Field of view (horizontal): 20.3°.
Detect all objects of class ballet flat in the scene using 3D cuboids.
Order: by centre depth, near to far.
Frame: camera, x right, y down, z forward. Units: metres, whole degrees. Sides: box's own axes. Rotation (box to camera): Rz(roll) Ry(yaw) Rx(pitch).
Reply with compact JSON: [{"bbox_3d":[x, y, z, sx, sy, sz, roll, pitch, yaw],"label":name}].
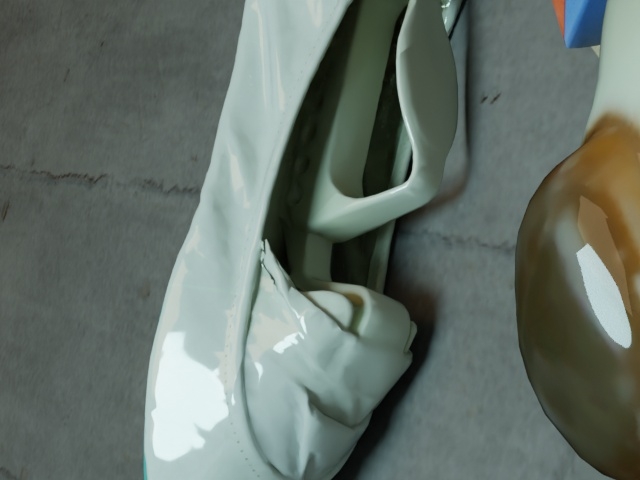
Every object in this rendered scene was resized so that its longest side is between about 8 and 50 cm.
[{"bbox_3d":[0.000,0.000,0.967,0.139,0.139,0.400,-11,65,59],"label":"ballet flat"}]

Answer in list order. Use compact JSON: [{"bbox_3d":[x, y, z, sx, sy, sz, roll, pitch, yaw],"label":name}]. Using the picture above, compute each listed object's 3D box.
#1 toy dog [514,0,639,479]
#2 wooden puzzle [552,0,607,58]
[{"bbox_3d":[0.233,-0.059,0.455,0.408,0.284,0.395,-36,69,50],"label":"toy dog"},{"bbox_3d":[0.113,-0.252,0.764,0.322,0.080,0.348,107,148,-47],"label":"wooden puzzle"}]
